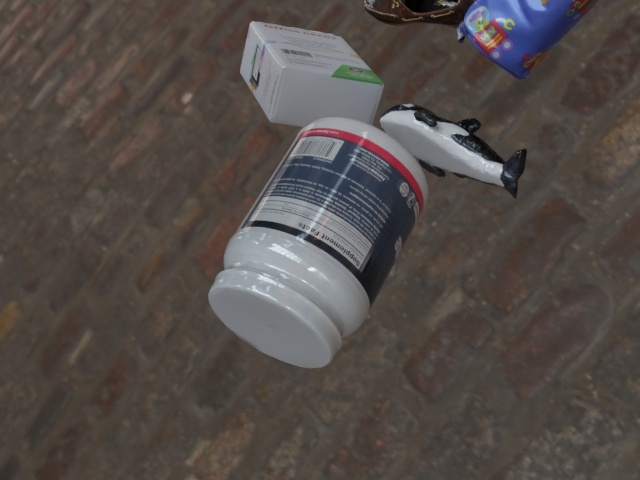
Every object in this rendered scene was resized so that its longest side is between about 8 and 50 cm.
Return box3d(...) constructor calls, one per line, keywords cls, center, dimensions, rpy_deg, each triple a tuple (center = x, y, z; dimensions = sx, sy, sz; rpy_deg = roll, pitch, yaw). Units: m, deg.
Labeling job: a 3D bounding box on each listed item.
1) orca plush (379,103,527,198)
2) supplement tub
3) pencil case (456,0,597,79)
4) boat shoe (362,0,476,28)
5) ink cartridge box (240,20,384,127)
box3d(cls="orca plush", center=(0.236, -0.178, 1.702), dimensions=(0.102, 0.151, 0.287), rpy_deg=(-47, 38, -19))
box3d(cls="supplement tub", center=(0.000, 0.000, 1.267), dimensions=(0.191, 0.191, 0.272), rpy_deg=(2, 52, 44))
box3d(cls="pencil case", center=(0.317, -0.355, 1.338), dimensions=(0.306, 0.119, 0.133), rpy_deg=(-48, 59, 31))
box3d(cls="boat shoe", center=(0.148, -0.373, 1.587), dimensions=(0.207, 0.073, 0.073), rpy_deg=(12, 90, 36))
box3d(cls="ink cartridge box", center=(-0.025, -0.316, 1.979), dimensions=(0.278, 0.201, 0.117), rpy_deg=(-120, 41, -57))
